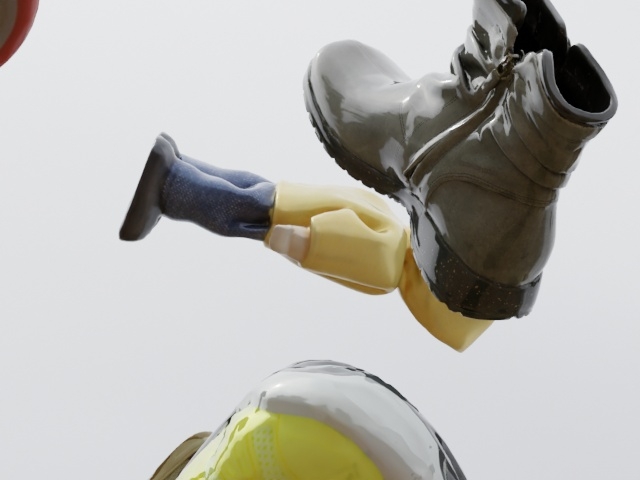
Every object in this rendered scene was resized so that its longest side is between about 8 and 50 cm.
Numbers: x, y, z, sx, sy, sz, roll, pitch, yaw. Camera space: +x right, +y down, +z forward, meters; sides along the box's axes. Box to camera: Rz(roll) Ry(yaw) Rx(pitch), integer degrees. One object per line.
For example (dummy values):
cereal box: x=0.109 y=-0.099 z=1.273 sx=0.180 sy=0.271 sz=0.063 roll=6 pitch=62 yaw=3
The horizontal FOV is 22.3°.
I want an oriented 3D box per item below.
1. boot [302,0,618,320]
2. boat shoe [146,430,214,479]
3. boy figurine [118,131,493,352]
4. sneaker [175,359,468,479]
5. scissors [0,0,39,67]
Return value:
boot: x=0.079 y=-0.087 z=0.903 sx=0.083 sy=0.246 sz=0.161 roll=-3 pitch=-52 yaw=-28
boat shoe: x=-0.131 y=0.229 z=1.378 sx=0.056 sy=0.049 sz=0.152 roll=15 pitch=-62 yaw=-49
boy figurine: x=0.000 y=0.000 z=1.203 sx=0.285 sy=0.177 sz=0.092 roll=20 pitch=-85 yaw=-7
sneaker: x=-0.067 y=0.207 z=0.654 sx=0.145 sy=0.147 sz=0.385 roll=41 pitch=-59 yaw=14
scissors: x=-0.155 y=-0.081 z=0.231 sx=0.109 sy=0.021 sz=0.297 roll=-32 pitch=-33 yaw=12
